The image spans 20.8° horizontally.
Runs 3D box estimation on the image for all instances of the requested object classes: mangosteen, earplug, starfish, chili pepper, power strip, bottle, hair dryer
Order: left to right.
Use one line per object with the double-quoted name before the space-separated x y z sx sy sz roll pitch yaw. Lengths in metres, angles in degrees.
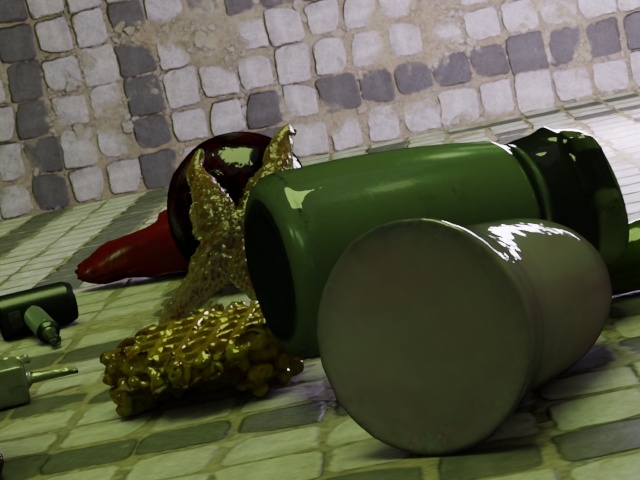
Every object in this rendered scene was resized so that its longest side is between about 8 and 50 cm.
"power strip" -0.333 0.148 1.777 0.175 0.042 0.075 -13 8 -15
"hair dryer" -0.335 0.101 2.135 0.100 0.057 0.198 -15 17 -16
"chili pepper" -0.177 -0.002 2.417 0.388 0.110 0.110 -14 6 27
"mangosteen" -0.098 -0.040 2.227 0.210 0.209 0.210 -12 8 2
"starfish" -0.067 -0.018 1.951 0.299 0.302 0.060 -24 -39 11
"bottle" 0.114 -0.008 1.546 0.347 0.168 0.168 -12 7 -19
"earplug" 0.146 0.054 1.371 0.172 0.172 0.301 -7 2 31

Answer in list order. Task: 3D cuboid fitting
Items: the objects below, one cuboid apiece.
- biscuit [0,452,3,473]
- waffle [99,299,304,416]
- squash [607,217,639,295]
"biscuit" -0.412 0.214 1.442 0.305 0.038 0.305 -12 8 2
"waffle" -0.105 0.110 1.619 0.193 0.070 0.197 -5 13 43
"squash" 0.371 0.000 1.660 0.319 0.080 0.071 -10 -27 7
